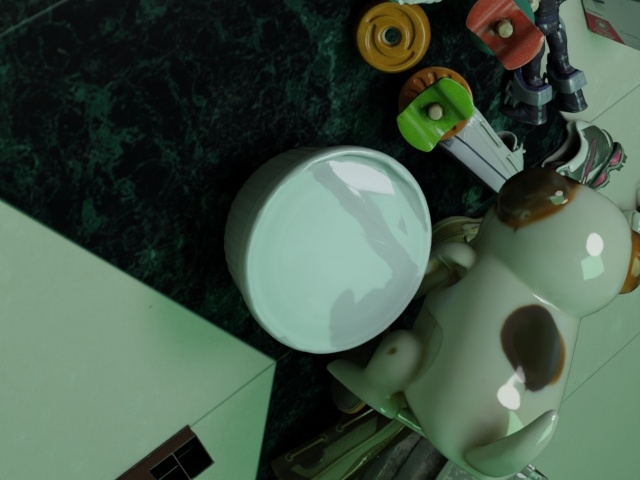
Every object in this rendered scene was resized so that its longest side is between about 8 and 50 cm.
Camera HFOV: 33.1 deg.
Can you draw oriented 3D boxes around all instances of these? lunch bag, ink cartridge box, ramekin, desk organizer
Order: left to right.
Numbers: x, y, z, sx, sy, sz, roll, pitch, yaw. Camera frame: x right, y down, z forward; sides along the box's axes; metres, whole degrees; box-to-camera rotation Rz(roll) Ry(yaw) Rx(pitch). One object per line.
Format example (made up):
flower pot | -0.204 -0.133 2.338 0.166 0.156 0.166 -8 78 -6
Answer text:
desk organizer | -0.216 0.323 1.507 0.130 0.050 0.047 -36 136 -22
ramekin | 0.000 0.000 1.402 0.273 0.127 0.273 -9 109 -26
lunch bag | 0.204 0.403 1.772 0.235 0.287 0.169 -56 140 1
ink cartridge box | 0.471 -0.393 1.616 0.092 0.158 0.218 -44 138 -13

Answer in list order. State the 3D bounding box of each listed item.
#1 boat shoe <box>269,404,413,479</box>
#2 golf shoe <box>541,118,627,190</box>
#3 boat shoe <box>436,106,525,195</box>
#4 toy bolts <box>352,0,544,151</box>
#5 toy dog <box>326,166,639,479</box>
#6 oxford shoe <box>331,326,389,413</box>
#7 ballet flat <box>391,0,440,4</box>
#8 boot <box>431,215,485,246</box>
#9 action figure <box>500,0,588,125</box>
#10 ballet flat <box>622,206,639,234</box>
boat shoe | 0.070 0.277 1.699 0.342 0.123 0.123 -40 163 -5
golf shoe | 0.400 -0.075 1.824 0.120 0.105 0.273 30 88 -34
boat shoe | 0.270 -0.127 1.655 0.267 0.096 0.088 32 96 -41
toy bolts | 0.170 -0.266 1.444 0.228 0.158 0.218 -36 101 16
toy dog | 0.245 0.095 1.445 0.284 0.395 0.408 33 86 -7
oxford shoe | 0.049 0.129 1.612 0.098 0.097 0.271 5 102 -42
ballet flat | 0.218 -0.412 1.350 0.409 0.147 0.147 -31 135 -39
boot | 0.286 0.041 1.688 0.262 0.203 0.095 -8 120 -43
action figure | 0.325 -0.313 1.583 0.185 0.099 0.285 -24 127 -22
ballet flat | 0.629 -0.045 2.066 0.316 0.107 0.106 -50 120 -14
